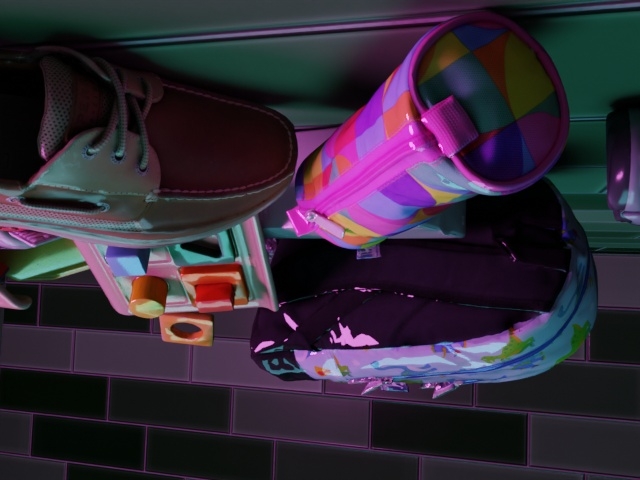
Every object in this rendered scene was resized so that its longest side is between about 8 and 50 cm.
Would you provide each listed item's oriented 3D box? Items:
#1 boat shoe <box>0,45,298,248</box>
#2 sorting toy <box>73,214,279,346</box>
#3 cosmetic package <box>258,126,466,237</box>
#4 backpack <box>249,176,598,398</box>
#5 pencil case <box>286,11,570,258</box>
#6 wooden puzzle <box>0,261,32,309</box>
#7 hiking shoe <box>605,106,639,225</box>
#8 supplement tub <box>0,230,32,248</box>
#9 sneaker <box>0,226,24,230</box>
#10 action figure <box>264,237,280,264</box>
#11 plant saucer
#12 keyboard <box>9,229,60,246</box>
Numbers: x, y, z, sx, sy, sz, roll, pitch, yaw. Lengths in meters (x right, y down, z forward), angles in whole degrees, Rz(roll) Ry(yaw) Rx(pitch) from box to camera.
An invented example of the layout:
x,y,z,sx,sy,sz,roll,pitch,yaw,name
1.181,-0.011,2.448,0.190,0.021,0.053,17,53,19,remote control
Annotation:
x,y,z,sx,sy,sz,roll,pitch,yaw,name
-0.159,-0.063,0.412,0.324,0.123,0.116,-4,166,-25,boat shoe
-0.147,0.031,0.625,0.195,0.047,0.348,-1,141,5,sorting toy
0.017,-0.052,0.626,0.237,0.107,0.127,-3,174,29,cosmetic package
0.132,0.041,0.734,0.355,0.290,0.273,-18,137,39,backpack
0.053,-0.052,0.412,0.104,0.105,0.236,3,168,-17,pencil case
-0.677,-0.009,1.009,0.321,0.081,0.348,2,145,28,wooden puzzle
0.347,-0.038,0.530,0.132,0.113,0.304,0,176,41,hiking shoe
-0.456,-0.045,0.870,0.190,0.117,0.117,-1,175,37,supplement tub
-0.295,-0.062,0.656,0.275,0.098,0.135,-1,176,11,sneaker
0.000,0.000,1.087,0.275,0.164,0.141,-7,-161,-20,action figure
-0.461,0.009,1.242,0.332,0.081,0.333,-16,179,-9,plant saucer
-0.246,-0.042,0.778,0.256,0.014,0.072,-25,-157,-39,keyboard
